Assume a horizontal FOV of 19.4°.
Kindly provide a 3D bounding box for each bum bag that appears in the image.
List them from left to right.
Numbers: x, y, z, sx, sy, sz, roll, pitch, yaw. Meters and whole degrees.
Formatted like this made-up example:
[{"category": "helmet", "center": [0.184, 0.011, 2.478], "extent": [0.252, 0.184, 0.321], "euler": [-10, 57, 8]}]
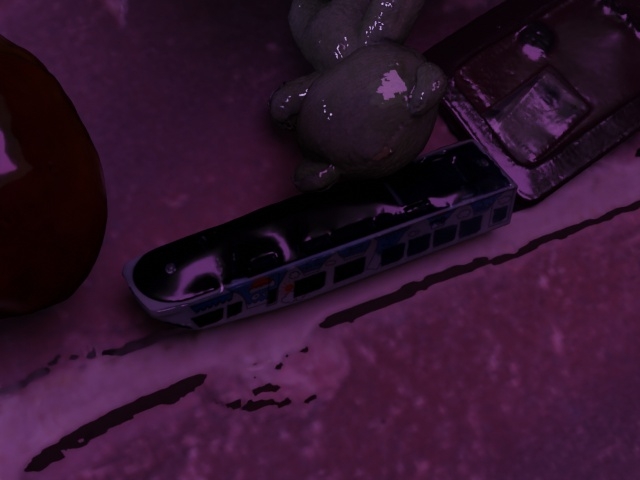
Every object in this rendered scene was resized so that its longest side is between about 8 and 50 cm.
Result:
[{"category": "bum bag", "center": [0.137, -0.094, 1.030], "extent": [0.159, 0.026, 0.109], "euler": [-34, 77, -20]}]

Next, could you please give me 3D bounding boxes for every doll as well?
[{"category": "doll", "center": [0.023, -0.091, 0.950], "extent": [0.077, 0.115, 0.150], "euler": [27, 36, -37]}]

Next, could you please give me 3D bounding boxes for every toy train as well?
[{"category": "toy train", "center": [0.000, 0.000, 0.932], "extent": [0.207, 0.047, 0.043], "euler": [-19, 49, -23]}]

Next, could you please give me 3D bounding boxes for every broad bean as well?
[{"category": "broad bean", "center": [-0.209, -0.035, 0.854], "extent": [0.228, 0.122, 0.156], "euler": [10, 89, -4]}]
